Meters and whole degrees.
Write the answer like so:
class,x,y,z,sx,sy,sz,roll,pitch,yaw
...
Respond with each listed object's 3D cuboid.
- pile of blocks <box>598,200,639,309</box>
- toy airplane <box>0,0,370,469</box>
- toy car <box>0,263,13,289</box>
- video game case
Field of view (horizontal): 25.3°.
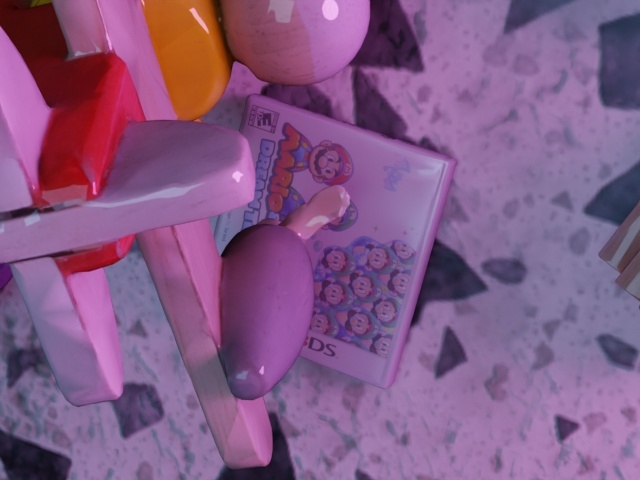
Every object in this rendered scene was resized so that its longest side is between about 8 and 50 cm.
class,x,y,z,sx,sy,sz,roll,pitch,yaw
pile of blocks,0.307,-0.046,0.737,0.362,0.112,0.149,-29,88,23
toy airplane,-0.093,-0.092,0.754,0.272,0.386,0.384,-21,71,-12
toy car,-0.274,0.006,0.965,0.182,0.136,0.159,134,140,-58
video game case,0.000,0.000,0.920,0.143,0.019,0.157,20,106,18
